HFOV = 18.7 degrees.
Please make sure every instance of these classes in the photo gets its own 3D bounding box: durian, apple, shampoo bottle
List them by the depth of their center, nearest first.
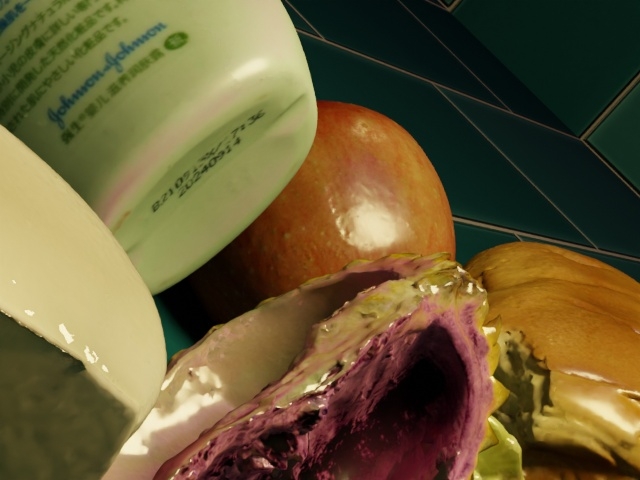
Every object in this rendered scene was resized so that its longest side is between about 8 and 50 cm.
[{"bbox_3d":[-0.029,0.102,0.914,0.260,0.154,0.186,-26,34,-29],"label":"durian"},{"bbox_3d":[-0.173,-0.135,1.134,0.349,0.222,0.151,44,-5,24],"label":"shampoo bottle"},{"bbox_3d":[0.000,0.000,1.257,0.181,0.181,0.168,24,32,-50],"label":"apple"}]

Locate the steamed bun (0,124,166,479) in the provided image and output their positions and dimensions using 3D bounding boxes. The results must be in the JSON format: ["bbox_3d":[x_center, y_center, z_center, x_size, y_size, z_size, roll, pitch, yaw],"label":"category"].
[{"bbox_3d":[-0.188,0.014,0.775,0.241,0.146,0.164,35,20,-27],"label":"steamed bun"}]

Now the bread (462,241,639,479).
[{"bbox_3d":[0.155,0.099,1.314,0.195,0.149,0.344,6,12,6],"label":"bread"}]

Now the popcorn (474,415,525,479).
[{"bbox_3d":[0.050,0.169,1.020,0.135,0.162,0.141,0,2,-19],"label":"popcorn"}]
